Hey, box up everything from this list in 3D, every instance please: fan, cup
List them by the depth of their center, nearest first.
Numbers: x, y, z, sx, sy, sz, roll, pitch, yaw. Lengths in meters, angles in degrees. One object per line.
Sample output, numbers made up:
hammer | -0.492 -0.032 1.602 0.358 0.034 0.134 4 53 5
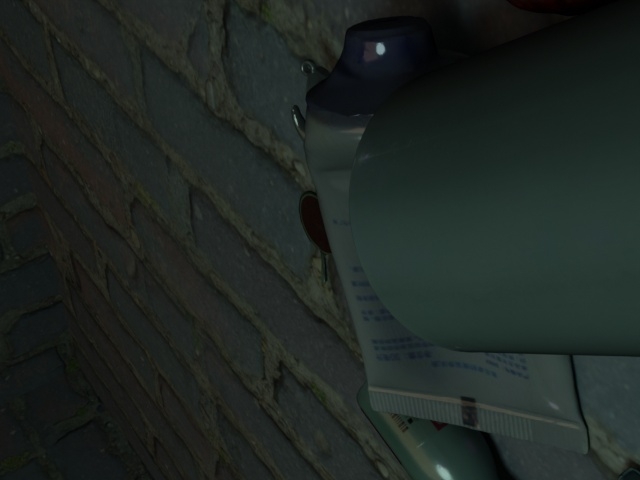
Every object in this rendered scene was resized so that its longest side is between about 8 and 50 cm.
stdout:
cup | 0.180 -0.033 0.511 0.312 0.205 0.205 -9 106 61
fan | 0.000 0.000 1.086 0.085 0.005 0.133 34 140 45

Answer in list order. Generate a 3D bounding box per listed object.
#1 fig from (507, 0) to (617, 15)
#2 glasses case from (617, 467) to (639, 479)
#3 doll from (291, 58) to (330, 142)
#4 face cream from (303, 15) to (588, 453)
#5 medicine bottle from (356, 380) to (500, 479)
fig | 0.144 -0.186 0.532 0.128 0.128 0.150 54 157 20
glasses case | 0.290 0.325 0.812 0.105 0.056 0.266 -108 13 -47
doll | 0.035 -0.095 0.876 0.195 0.062 0.104 58 155 -3
face cream | 0.098 0.010 0.781 0.234 0.137 0.420 4 122 34
medicine bottle | 0.134 0.229 0.951 0.217 0.090 0.090 53 152 21
